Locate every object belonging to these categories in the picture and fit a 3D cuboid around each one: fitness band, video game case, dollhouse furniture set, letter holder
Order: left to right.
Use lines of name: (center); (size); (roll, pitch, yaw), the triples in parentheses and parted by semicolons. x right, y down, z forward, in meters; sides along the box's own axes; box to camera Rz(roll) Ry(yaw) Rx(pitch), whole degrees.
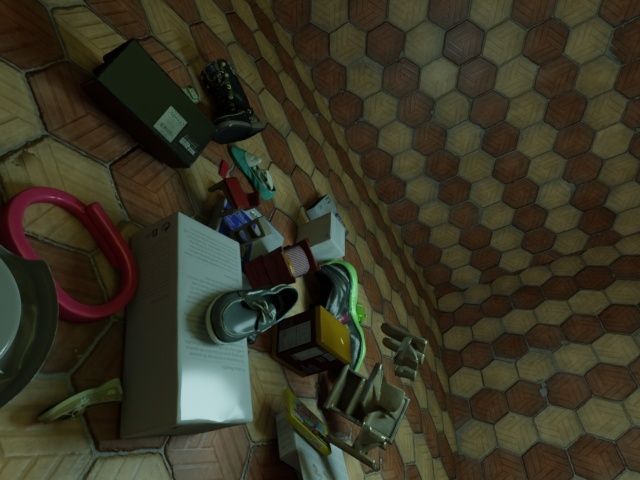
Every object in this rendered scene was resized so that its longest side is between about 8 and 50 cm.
fitness band: (-0.496, 0.026, 0.807); (0.291, 0.054, 0.209); (61, 26, -12)
letter holder: (-0.478, -0.352, 1.100); (0.302, 0.214, 0.152); (47, 62, -40)
dollhouse furniture set: (-0.465, -0.500, 1.287); (0.161, 0.101, 0.182); (59, 24, -18)
dollhouse furniture set: (-0.169, -0.033, 1.269); (0.374, 0.152, 0.201); (66, 24, -1)
video game case: (0.040, -0.090, 2.056); (0.244, 0.061, 0.269); (61, 24, -11)
dollhouse furniture set: (0.137, 0.480, 1.270); (0.362, 0.256, 0.394); (-58, 155, -24)

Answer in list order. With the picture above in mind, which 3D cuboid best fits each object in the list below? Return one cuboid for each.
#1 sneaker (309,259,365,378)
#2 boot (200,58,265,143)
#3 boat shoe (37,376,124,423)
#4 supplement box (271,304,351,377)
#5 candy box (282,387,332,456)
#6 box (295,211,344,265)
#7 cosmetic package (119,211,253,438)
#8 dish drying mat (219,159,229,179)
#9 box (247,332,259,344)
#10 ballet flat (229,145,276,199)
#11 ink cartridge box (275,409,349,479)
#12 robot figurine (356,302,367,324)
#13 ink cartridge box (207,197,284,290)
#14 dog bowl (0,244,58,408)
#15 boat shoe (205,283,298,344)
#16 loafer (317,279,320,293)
sneaker: (0.052, 0.322, 1.618); (0.202, 0.185, 0.483); (1, 71, -25)
boot: (-0.353, -0.519, 1.501); (0.284, 0.138, 0.377); (64, 19, -10)
boat shoe: (-0.419, 0.293, 0.717); (0.048, 0.056, 0.153); (65, 15, 8)
supplement box: (-0.029, 0.341, 1.336); (0.191, 0.194, 0.129); (47, 29, -39)
candy box: (-0.040, 0.531, 1.173); (0.206, 0.027, 0.105); (53, 4, -24)
box: (0.000, 0.000, 1.733); (0.119, 0.181, 0.182); (51, 28, -34)
cosmetic package: (-0.301, 0.191, 0.926); (0.230, 0.161, 0.453); (36, 38, -54)
dish drying mat: (-0.345, -0.254, 1.440); (0.032, 0.008, 0.083); (47, 29, -40)
box: (-0.218, 0.264, 1.222); (0.083, 0.018, 0.067); (57, 25, -23)
ballet flat: (-0.250, -0.273, 1.564); (0.247, 0.087, 0.083); (58, 25, -20)
ink cartridge box: (-0.008, 0.662, 1.158); (0.296, 0.066, 0.261); (51, 10, -32)
robot figurine: (0.178, 0.350, 1.941); (0.101, 0.067, 0.115); (35, 37, -32)
ink cartridge box: (-0.246, 0.018, 1.334); (0.303, 0.072, 0.307); (48, 28, -35)
dog bowl: (-0.557, 0.096, 0.537); (0.349, 0.102, 0.349); (48, 29, -38)
boat shoe: (-0.150, 0.160, 0.958); (0.319, 0.099, 0.116); (-6, 76, -70)
loafer: (0.002, 0.191, 1.749); (0.039, 0.045, 0.125); (35, 30, -26)
